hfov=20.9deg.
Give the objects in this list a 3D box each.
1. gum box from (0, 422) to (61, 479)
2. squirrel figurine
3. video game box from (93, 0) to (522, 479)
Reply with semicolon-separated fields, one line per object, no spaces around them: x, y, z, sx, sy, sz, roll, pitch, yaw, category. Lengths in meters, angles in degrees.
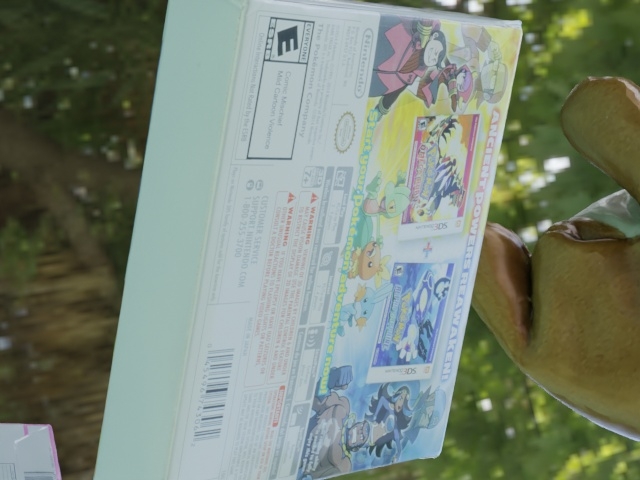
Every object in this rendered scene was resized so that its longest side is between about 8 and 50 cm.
-0.220;0.222;1.244;0.188;0.062;0.107;-120;-144;-64;gum box
0.347;0.010;1.248;0.370;0.281;0.397;-46;-122;28;squirrel figurine
0.000;0.000;0.721;0.048;0.187;0.205;19;-77;40;video game box
